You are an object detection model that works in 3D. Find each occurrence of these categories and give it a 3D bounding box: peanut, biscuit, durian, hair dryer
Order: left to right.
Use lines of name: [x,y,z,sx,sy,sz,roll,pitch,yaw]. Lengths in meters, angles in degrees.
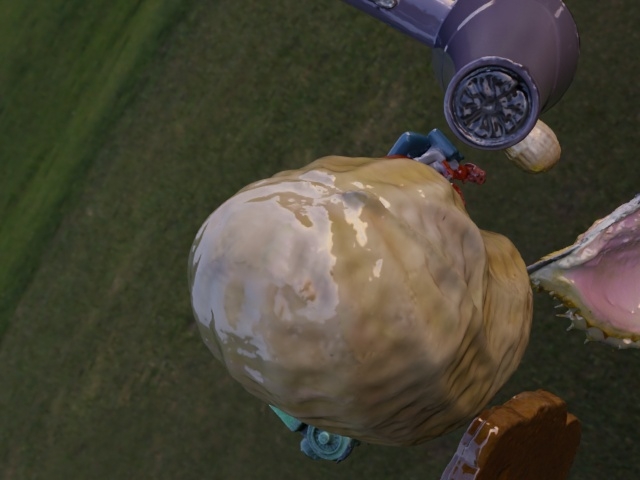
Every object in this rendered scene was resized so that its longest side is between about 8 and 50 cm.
hair dryer: [0.030,-0.188,0.796,0.121,0.361,0.301,-66,-4,23]
peanut: [0.039,0.046,0.671,0.158,0.340,0.174,-2,70,23]
biscuit: [0.143,0.226,0.893,0.041,0.290,0.209,27,109,33]
peanut: [0.291,-0.185,1.607,0.087,0.206,0.087,-48,7,8]
durian: [0.430,0.042,1.381,0.305,0.196,0.185,-34,-2,-7]

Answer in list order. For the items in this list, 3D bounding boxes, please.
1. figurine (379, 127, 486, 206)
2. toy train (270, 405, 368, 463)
figurine: [0.078,-0.051,0.904,0.075,0.140,0.068,50,129,18]
toy train: [0.040,0.174,1.483,0.202,0.120,0.301,47,116,20]
